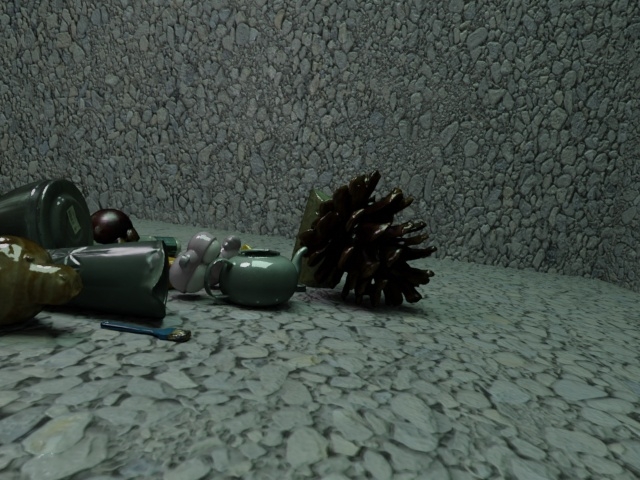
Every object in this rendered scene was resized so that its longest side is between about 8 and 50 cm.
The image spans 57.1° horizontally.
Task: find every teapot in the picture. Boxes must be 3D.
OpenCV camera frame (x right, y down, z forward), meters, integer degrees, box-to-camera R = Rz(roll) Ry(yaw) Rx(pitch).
[{"bbox_3d":[-0.698,-0.027,1.455,0.240,0.239,0.321,-6,9,6],"label":"teapot"},{"bbox_3d":[-0.151,0.085,1.436,0.295,0.129,0.193,-3,7,-40],"label":"teapot"}]

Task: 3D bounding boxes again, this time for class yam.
[{"bbox_3d":[0.000,0.000,1.855,0.168,0.304,0.168,17,3,-1],"label":"yam"}]

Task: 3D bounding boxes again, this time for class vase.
[{"bbox_3d":[-0.445,0.073,1.174,0.301,0.156,0.251,1,8,-2],"label":"vase"}]

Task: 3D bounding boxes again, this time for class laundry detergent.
[{"bbox_3d":[-0.600,0.016,2.019,0.226,0.070,0.099,4,12,-42],"label":"laundry detergent"}]

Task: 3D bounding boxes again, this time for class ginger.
[{"bbox_3d":[-0.590,0.055,0.971,0.376,0.176,0.256,6,-11,-14],"label":"ginger"}]

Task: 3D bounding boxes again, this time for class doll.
[{"bbox_3d":[-0.279,0.053,1.494,0.094,0.160,0.365,34,5,8],"label":"doll"}]

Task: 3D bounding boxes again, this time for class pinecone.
[{"bbox_3d":[0.150,0.020,1.606,0.385,0.384,0.384,7,5,-1],"label":"pinecone"}]

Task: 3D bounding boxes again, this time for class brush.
[{"bbox_3d":[-0.313,0.159,1.048,0.164,0.014,0.051,6,3,4],"label":"brush"}]

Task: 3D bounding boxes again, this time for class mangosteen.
[{"bbox_3d":[-0.638,-0.012,1.804,0.184,0.172,0.172,34,19,33],"label":"mangosteen"}]

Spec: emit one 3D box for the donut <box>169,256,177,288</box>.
[{"bbox_3d":[-0.427,0.079,1.514,0.174,0.074,0.190,8,0,29],"label":"donut"}]

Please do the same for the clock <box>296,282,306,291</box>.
[{"bbox_3d":[-0.083,0.133,1.703,0.085,0.017,0.085,7,5,-1],"label":"clock"}]

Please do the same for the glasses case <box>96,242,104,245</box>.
[{"bbox_3d":[-0.707,0.031,1.696,0.283,0.067,0.109,10,11,13],"label":"glasses case"}]
